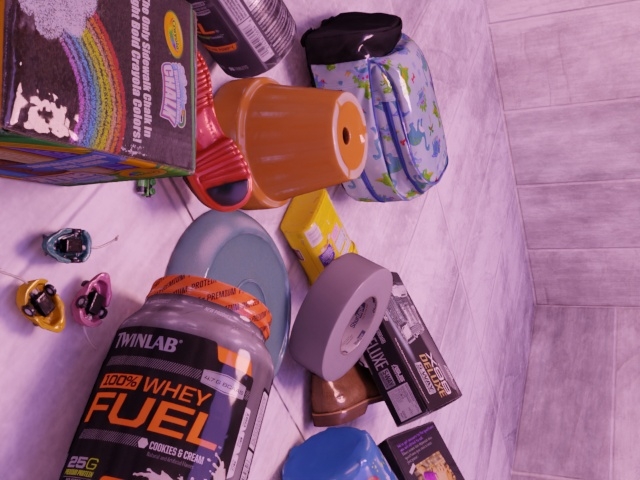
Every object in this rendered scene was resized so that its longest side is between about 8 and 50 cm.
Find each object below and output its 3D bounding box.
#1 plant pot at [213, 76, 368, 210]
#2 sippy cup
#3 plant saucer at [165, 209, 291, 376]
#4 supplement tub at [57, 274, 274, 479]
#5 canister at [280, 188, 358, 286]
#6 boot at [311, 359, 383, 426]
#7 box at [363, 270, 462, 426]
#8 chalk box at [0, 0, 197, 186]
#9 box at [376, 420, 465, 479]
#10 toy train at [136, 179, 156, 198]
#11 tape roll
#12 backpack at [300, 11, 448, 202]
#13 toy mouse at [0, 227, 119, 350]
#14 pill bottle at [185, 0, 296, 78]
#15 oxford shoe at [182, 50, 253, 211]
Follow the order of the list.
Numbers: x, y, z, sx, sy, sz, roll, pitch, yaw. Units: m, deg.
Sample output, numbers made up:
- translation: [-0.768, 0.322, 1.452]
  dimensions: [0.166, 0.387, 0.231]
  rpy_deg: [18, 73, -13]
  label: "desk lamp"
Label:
- translation: [-0.037, -0.152, 1.021]
  dimensions: [0.205, 0.188, 0.205]
  rpy_deg: [7, 83, -63]
  label: "plant pot"
- translation: [0.046, 0.452, 1.146]
  dimensions: [0.240, 0.305, 0.224]
  rpy_deg: [-27, 105, -23]
  label: "sippy cup"
- translation: [-0.121, 0.108, 1.005]
  dimensions: [0.317, 0.043, 0.318]
  rpy_deg: [5, 84, -63]
  label: "plant saucer"
- translation: [-0.165, 0.210, 0.742]
  dimensions: [0.193, 0.193, 0.316]
  rpy_deg: [53, 42, -50]
  label: "supplement tub"
- translation: [0.000, 0.000, 1.220]
  dimensions: [0.170, 0.073, 0.126]
  rpy_deg: [63, 37, -39]
  label: "canister"
- translation: [0.076, 0.270, 1.335]
  dimensions: [0.305, 0.112, 0.115]
  rpy_deg: [-5, 83, -61]
  label: "boot"
- translation: [0.157, 0.209, 1.371]
  dimensions: [0.242, 0.076, 0.307]
  rpy_deg: [11, 49, -63]
  label: "box"
- translation: [-0.235, -0.151, 0.638]
  dimensions: [0.289, 0.179, 0.180]
  rpy_deg: [9, 80, -64]
  label: "chalk box"
- translation: [0.196, 0.523, 1.319]
  dimensions: [0.143, 0.165, 0.270]
  rpy_deg: [-6, 57, -38]
  label: "box"
- translation: [-0.219, -0.095, 0.845]
  dimensions: [0.023, 0.017, 0.083]
  rpy_deg: [9, 81, -53]
  label: "toy train"
- translation: [0.039, 0.132, 1.171]
  dimensions: [0.219, 0.072, 0.219]
  rpy_deg: [-46, 151, -35]
  label: "tape roll"
- translation: [0.114, -0.243, 1.306]
  dimensions: [0.290, 0.273, 0.356]
  rpy_deg: [-55, 149, -60]
  label: "backpack"
- translation: [-0.267, 0.040, 0.724]
  dimensions: [0.143, 0.031, 0.161]
  rpy_deg: [-64, 143, -42]
  label: "toy mouse"
- translation: [-0.138, -0.342, 0.892]
  dimensions: [0.246, 0.130, 0.130]
  rpy_deg: [50, 46, -51]
  label: "pill bottle"
- translation: [-0.183, -0.159, 0.866]
  dimensions: [0.097, 0.098, 0.271]
  rpy_deg: [-26, 102, -23]
  label: "oxford shoe"
